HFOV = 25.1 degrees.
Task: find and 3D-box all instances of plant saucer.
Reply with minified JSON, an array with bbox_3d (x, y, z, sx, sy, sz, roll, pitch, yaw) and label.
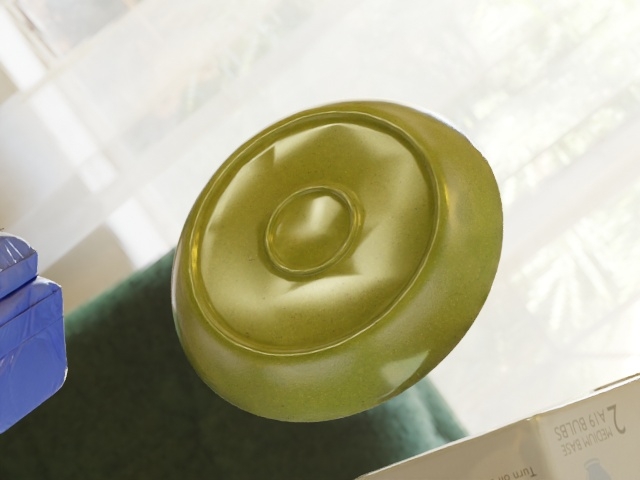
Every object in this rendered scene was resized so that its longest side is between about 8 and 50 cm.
[{"bbox_3d":[0.000,0.000,0.943,0.037,0.241,0.241,48,11,-53],"label":"plant saucer"}]

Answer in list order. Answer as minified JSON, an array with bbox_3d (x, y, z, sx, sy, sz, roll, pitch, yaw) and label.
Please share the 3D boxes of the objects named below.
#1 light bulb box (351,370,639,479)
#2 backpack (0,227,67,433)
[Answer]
[{"bbox_3d":[0.219,0.283,0.981,0.358,0.225,0.361,-11,77,-48],"label":"light bulb box"},{"bbox_3d":[-0.204,0.044,0.748,0.098,0.120,0.101,-29,119,-72],"label":"backpack"}]
